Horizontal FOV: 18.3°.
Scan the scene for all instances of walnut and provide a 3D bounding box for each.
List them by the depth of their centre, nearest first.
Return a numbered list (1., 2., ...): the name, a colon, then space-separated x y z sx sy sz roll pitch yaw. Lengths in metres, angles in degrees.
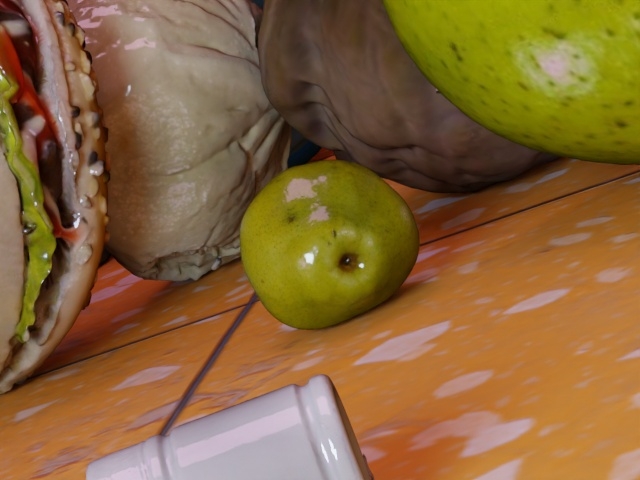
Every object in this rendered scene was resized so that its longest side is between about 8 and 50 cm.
1. walnut: 0.073 -0.155 1.191 0.248 0.248 0.248 -20 10 4

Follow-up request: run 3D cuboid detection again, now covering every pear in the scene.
1. pear: 0.231 -0.171 0.971 0.342 0.238 0.318 -25 8 -28
2. pear: 0.000 0.000 1.005 0.092 0.092 0.097 -25 11 -21

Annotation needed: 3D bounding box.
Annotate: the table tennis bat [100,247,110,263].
1. table tennis bat: -0.272 0.039 1.517 0.244 0.040 0.153 -22 11 -30

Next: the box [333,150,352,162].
1. box: 0.089 -0.142 1.467 0.210 0.129 0.148 -26 11 -24

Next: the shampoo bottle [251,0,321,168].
1. shampoo bottle: -0.200 -0.178 1.684 0.342 0.331 0.331 -12 13 44

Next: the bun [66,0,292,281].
1. bun: -0.084 -0.084 1.273 0.134 0.220 0.220 -13 11 13

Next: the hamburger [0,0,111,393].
1. hamburger: -0.237 -0.043 1.148 0.176 0.300 0.300 -8 -1 -39

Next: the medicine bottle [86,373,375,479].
1. medicine bottle: -0.028 0.085 0.670 0.089 0.057 0.057 -21 9 1
